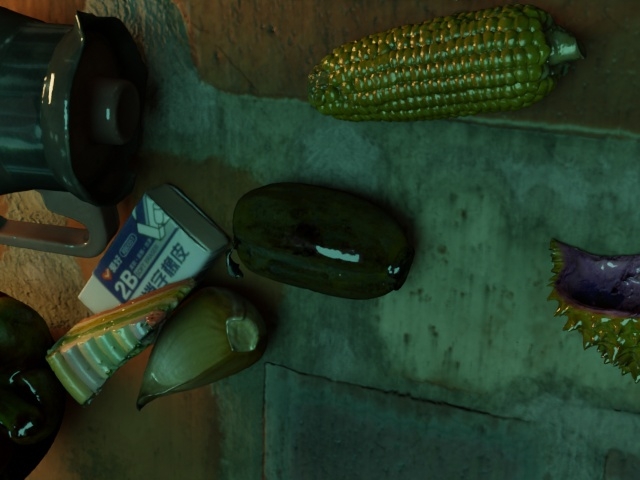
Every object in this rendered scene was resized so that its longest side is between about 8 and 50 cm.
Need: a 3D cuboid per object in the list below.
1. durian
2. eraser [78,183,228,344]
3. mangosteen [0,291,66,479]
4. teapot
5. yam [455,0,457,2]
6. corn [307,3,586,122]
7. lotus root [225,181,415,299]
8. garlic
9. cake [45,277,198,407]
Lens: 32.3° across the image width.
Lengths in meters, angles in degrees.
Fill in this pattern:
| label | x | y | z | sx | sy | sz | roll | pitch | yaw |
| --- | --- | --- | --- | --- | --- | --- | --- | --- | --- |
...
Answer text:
| label | x | y | z | sx | sy | sz | roll | pitch | yaw |
| --- | --- | --- | --- | --- | --- | --- | --- | --- | --- |
| durian | 0.388 | 0.099 | 1.211 | 0.261 | 0.153 | 0.186 | -9 | 126 | 35 |
| eraser | -0.229 | 0.040 | 1.500 | 0.124 | 0.068 | 0.210 | 42 | 119 | 6 |
| mangosteen | -0.484 | 0.212 | 1.525 | 0.347 | 0.307 | 0.306 | -7 | 103 | 52 |
| teapot | -0.407 | -0.144 | 1.420 | 0.362 | 0.305 | 0.376 | 7 | 128 | 16 |
| yam | 0.032 | -0.329 | 1.197 | 0.330 | 0.133 | 0.133 | 3 | 107 | 7 |
| corn | 0.135 | -0.192 | 1.235 | 0.322 | 0.119 | 0.119 | -4 | 104 | 31 |
| lotus root | 0.000 | 0.000 | 1.351 | 0.241 | 0.123 | 0.124 | 13 | 140 | 18 |
| garlic | -0.148 | 0.142 | 1.470 | 0.207 | 0.115 | 0.128 | -38 | 49 | 26 |
| cake | -0.264 | 0.116 | 1.440 | 0.090 | 0.109 | 0.225 | 46 | 122 | -3 |
